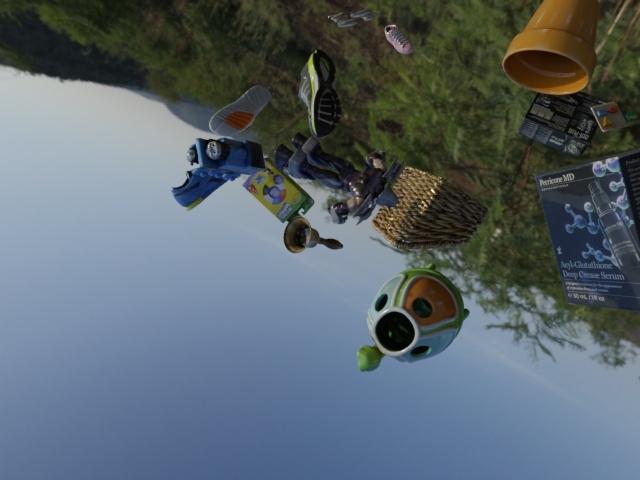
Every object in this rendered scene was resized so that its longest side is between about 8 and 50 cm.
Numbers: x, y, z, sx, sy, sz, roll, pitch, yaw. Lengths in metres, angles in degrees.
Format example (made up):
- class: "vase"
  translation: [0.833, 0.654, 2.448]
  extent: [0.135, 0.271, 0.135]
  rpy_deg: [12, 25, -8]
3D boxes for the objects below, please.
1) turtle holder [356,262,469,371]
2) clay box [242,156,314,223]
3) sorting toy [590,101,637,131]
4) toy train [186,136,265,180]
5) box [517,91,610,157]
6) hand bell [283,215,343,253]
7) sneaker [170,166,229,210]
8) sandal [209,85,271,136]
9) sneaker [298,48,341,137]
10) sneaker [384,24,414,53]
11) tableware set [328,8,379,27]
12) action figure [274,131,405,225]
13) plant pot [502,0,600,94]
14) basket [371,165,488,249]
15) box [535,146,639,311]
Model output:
- class: "turtle holder"
  translation: [0.219, 0.216, 1.367]
  extent: [0.320, 0.243, 0.227]
  rpy_deg: [-18, -177, 35]
- class: "clay box"
  translation: [-0.139, -0.159, 1.699]
  extent: [0.222, 0.127, 0.053]
  rpy_deg: [43, -163, 2]
- class: "sorting toy"
  translation: [0.590, -0.252, 1.007]
  extent: [0.012, 0.083, 0.062]
  rpy_deg: [98, 155, -70]
- class: "toy train"
  translation: [-0.208, -0.184, 1.113]
  extent: [0.105, 0.080, 0.184]
  rpy_deg: [-15, 173, 29]
- class: "box"
  translation: [0.658, -0.333, 1.370]
  extent: [0.180, 0.147, 0.077]
  rpy_deg: [27, 165, 15]
- class: "hand bell"
  translation: [0.000, 0.000, 1.753]
  extent: [0.242, 0.126, 0.126]
  rpy_deg: [14, -164, -47]
- class: "sneaker"
  translation: [-0.296, -0.170, 1.322]
  extent: [0.082, 0.209, 0.069]
  rpy_deg: [54, 167, -21]
- class: "sandal"
  translation: [-0.261, -0.420, 1.698]
  extent: [0.102, 0.265, 0.076]
  rpy_deg: [40, 151, 5]
- class: "sneaker"
  translation: [-0.010, -0.462, 1.640]
  extent: [0.111, 0.299, 0.121]
  rpy_deg: [11, 158, -31]
- class: "sneaker"
  translation: [0.283, -0.739, 1.842]
  extent: [0.134, 0.051, 0.070]
  rpy_deg: [49, -175, 27]
- class: "tableware set"
  translation: [0.111, -0.735, 1.662]
  extent: [0.141, 0.020, 0.169]
  rpy_deg: [-4, -169, 23]
- class: "action figure"
  translation: [0.048, -0.133, 1.039]
  extent: [0.285, 0.185, 0.099]
  rpy_deg: [30, 154, 23]
- class: "plant pot"
  translation: [0.575, -0.488, 1.220]
  extent: [0.205, 0.188, 0.205]
  rpy_deg: [22, 176, 2]
- class: "basket"
  translation: [0.311, -0.058, 1.442]
  extent: [0.213, 0.223, 0.299]
  rpy_deg: [30, -173, -16]
- class: "box"
  translation: [0.796, -0.033, 1.339]
  extent: [0.212, 0.395, 0.293]
  rpy_deg: [-16, -178, -15]
